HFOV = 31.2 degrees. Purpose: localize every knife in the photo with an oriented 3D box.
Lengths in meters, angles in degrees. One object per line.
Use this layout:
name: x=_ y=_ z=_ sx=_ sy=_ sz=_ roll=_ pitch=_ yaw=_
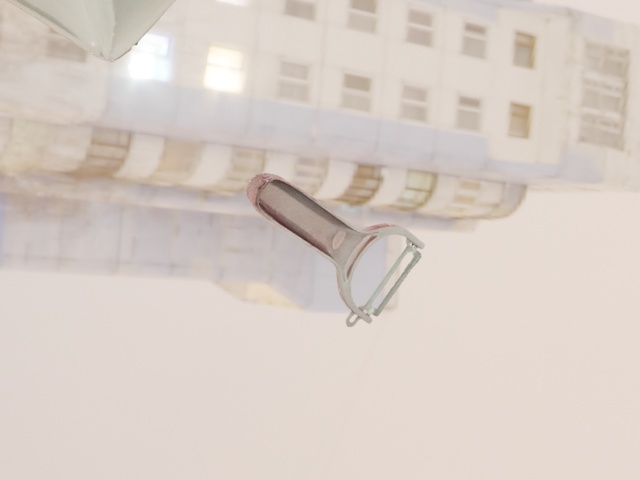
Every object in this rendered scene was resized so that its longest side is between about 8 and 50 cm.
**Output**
knife: x=-0.002 y=-0.001 z=1.158 sx=0.053 sy=0.278 sz=0.123 roll=30 pitch=-92 yaw=39

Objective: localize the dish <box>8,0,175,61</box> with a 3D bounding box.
dish: x=-0.184 y=-0.257 z=0.810 sx=0.243 sy=0.080 sz=0.182 roll=33 pitch=-102 yaw=25
